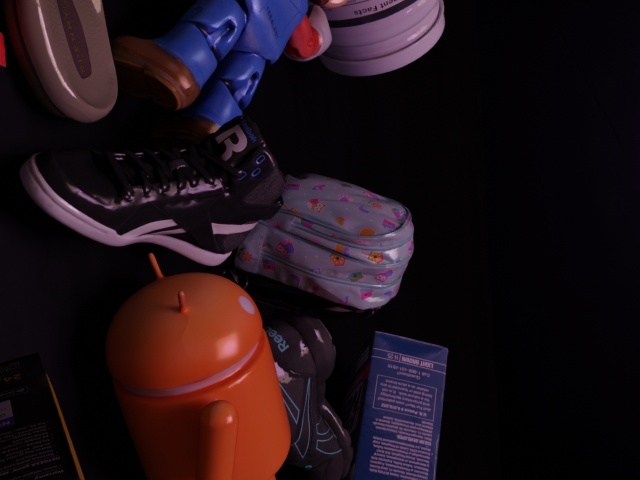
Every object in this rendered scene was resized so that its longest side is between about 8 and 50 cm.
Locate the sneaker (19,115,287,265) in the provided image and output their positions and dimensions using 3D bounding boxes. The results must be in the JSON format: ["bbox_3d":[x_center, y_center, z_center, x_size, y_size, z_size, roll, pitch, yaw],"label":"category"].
[{"bbox_3d":[-0.106,-0.055,0.590,0.079,0.121,0.217,54,16,25],"label":"sneaker"}]

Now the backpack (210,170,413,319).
[{"bbox_3d":[0.000,0.000,0.794,0.152,0.182,0.115,-55,162,-52],"label":"backpack"}]

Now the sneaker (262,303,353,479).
[{"bbox_3d":[-0.038,0.191,0.861,0.106,0.101,0.267,-36,131,-33],"label":"sneaker"}]

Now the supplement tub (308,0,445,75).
[{"bbox_3d":[0.038,-0.351,0.923,0.272,0.191,0.191,66,30,-44],"label":"supplement tub"}]

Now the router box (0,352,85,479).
[{"bbox_3d":[-0.129,0.244,0.407,0.081,0.243,0.308,-17,110,-21],"label":"router box"}]

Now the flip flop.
[{"bbox_3d":[-0.174,-0.213,0.521,0.112,0.080,0.277,-51,135,-59],"label":"flip flop"}]

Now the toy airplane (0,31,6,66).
[{"bbox_3d":[-0.227,-0.115,0.449,0.151,0.028,0.151,-2,90,-70],"label":"toy airplane"}]

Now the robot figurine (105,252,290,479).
[{"bbox_3d":[-0.095,0.120,0.634,0.158,0.128,0.219,-56,139,-57],"label":"robot figurine"}]

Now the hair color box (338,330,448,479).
[{"bbox_3d":[0.069,0.308,0.984,0.174,0.105,0.347,111,-9,-58],"label":"hair color box"}]

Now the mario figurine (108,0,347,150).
[{"bbox_3d":[-0.073,-0.222,0.726,0.320,0.170,0.198,-56,180,-26],"label":"mario figurine"}]
